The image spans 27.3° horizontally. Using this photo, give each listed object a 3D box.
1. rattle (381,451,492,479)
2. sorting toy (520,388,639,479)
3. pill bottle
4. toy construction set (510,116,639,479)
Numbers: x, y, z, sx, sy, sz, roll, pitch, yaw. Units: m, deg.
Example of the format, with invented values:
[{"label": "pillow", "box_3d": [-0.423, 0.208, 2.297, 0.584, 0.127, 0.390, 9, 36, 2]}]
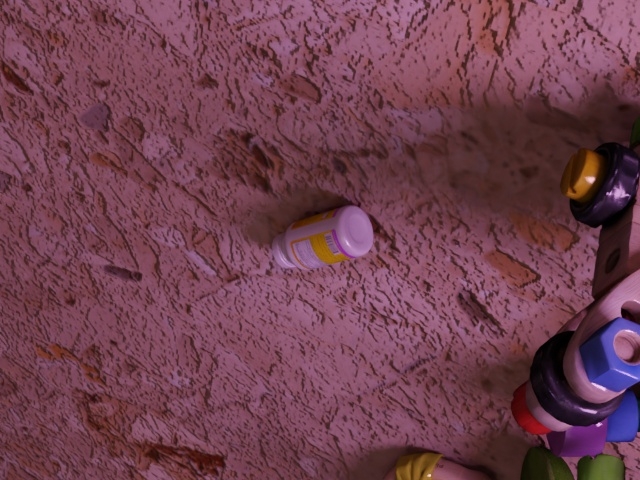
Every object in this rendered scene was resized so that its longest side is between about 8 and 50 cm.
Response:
[{"label": "rattle", "box_3d": [0.099, 0.306, 1.209, 0.130, 0.142, 0.199, 8, 124, 3]}, {"label": "sorting toy", "box_3d": [0.238, 0.258, 1.131, 0.126, 0.127, 0.365, 0, 127, -5]}, {"label": "pill bottle", "box_3d": [0.000, 0.000, 1.092, 0.083, 0.043, 0.043, -16, 114, 39]}, {"label": "toy construction set", "box_3d": [0.258, 0.056, 0.898, 0.258, 0.237, 0.308, 4, 147, 4]}]
